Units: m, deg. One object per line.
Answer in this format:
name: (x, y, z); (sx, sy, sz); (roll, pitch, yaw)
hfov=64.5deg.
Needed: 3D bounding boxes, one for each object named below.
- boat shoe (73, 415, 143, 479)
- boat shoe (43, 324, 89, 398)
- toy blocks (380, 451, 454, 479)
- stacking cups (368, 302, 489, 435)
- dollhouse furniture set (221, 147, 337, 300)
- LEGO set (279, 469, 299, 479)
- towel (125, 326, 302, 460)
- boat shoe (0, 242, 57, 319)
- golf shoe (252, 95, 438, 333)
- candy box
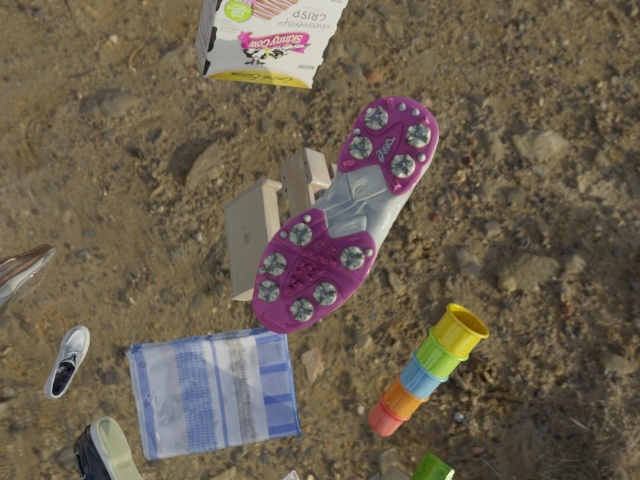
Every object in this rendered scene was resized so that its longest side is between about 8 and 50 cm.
boat shoe: (-0.476, 0.580, 1.146); (0.113, 0.127, 0.340); (-32, 74, 6)
boat shoe: (-0.618, 0.296, 1.243); (0.066, 0.063, 0.184); (37, 59, -27)
toy blocks: (0.137, 0.539, 0.783); (0.261, 0.191, 0.381); (41, 77, -32)
stacking cups: (0.203, 0.274, 1.019); (0.096, 0.316, 0.096); (29, 20, -11)
dollhouse furniture set: (0.000, 0.000, 1.019); (0.303, 0.286, 0.198); (10, 62, -44)
LEGO set: (-0.097, 0.610, 1.008); (0.244, 0.060, 0.182); (-21, 78, -52)
towel: (-0.188, 0.268, 0.898); (0.285, 0.034, 0.209); (-8, 90, -2)
boat shoe: (-0.745, 0.082, 1.202); (0.116, 0.123, 0.324); (33, 20, -11)
golf shoe: (0.036, -0.018, 0.609); (0.115, 0.140, 0.306); (38, 93, 12)
candy box: (-0.052, -0.301, 0.615); (0.159, 0.233, 0.071); (-3, 59, -24)
